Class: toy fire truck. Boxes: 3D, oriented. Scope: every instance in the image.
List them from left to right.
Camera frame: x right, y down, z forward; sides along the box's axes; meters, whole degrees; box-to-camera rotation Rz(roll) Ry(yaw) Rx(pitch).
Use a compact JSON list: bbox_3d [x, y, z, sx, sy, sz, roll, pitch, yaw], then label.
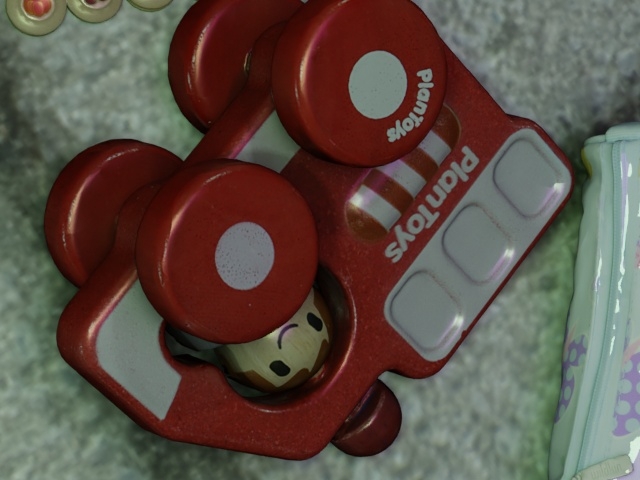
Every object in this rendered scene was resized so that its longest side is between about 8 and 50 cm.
[{"bbox_3d":[0.000,0.000,1.128,0.254,0.169,0.302,44,74,-28],"label":"toy fire truck"}]

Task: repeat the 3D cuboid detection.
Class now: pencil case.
[{"bbox_3d":[0.204,0.067,1.194,0.124,0.113,0.273,15,79,-33],"label":"pencil case"}]

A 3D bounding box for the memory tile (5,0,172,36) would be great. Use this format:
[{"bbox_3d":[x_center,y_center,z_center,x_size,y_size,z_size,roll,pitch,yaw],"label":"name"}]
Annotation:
[{"bbox_3d":[-0.132,-0.192,1.173,0.148,0.012,0.113,-15,89,-17],"label":"memory tile"}]
